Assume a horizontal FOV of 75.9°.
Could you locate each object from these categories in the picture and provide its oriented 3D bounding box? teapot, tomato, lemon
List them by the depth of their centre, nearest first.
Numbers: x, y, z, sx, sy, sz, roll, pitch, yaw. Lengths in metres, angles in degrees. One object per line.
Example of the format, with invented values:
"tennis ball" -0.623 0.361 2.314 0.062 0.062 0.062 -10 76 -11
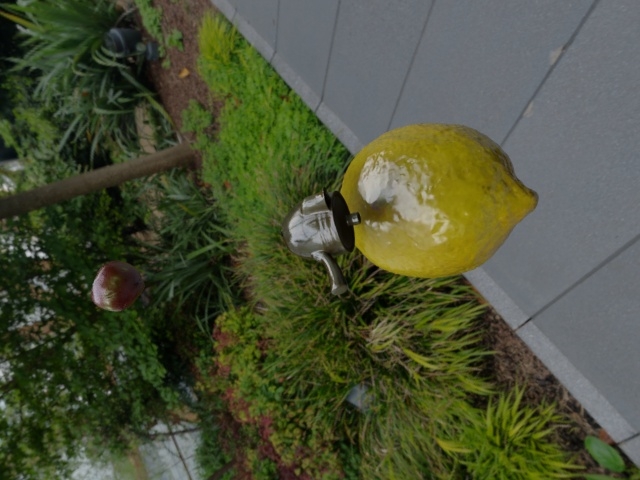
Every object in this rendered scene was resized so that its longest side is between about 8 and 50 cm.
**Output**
"teapot" 0.000 0.000 0.407 0.085 0.080 0.111 50 -147 -51
"lemon" 0.125 -0.047 0.502 0.256 0.188 0.189 1 115 45
"tomato" -0.340 0.079 0.692 0.075 0.087 0.087 24 157 -13
